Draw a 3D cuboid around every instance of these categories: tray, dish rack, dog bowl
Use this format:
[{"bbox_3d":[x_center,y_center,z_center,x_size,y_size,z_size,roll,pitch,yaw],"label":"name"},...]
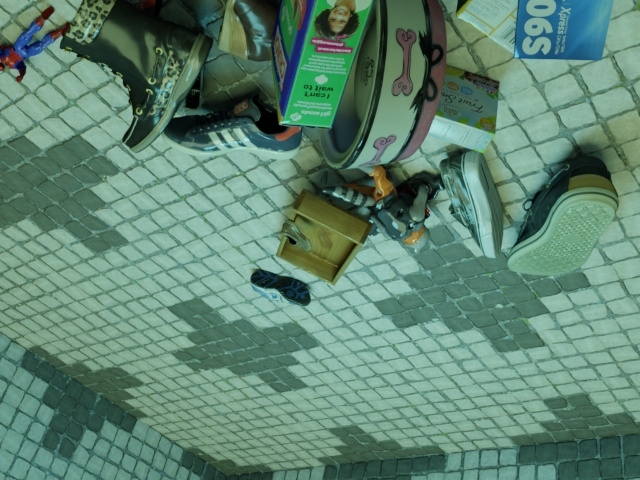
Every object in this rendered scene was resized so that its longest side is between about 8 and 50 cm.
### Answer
[{"bbox_3d":[0.000,0.000,2.078,0.203,0.076,0.411,27,160,0],"label":"tray"},{"bbox_3d":[-0.403,-0.435,1.775,0.271,0.074,0.208,15,142,0],"label":"dish rack"},{"bbox_3d":[0.116,-0.337,1.495,0.150,0.408,0.408,4,145,-16],"label":"dog bowl"}]

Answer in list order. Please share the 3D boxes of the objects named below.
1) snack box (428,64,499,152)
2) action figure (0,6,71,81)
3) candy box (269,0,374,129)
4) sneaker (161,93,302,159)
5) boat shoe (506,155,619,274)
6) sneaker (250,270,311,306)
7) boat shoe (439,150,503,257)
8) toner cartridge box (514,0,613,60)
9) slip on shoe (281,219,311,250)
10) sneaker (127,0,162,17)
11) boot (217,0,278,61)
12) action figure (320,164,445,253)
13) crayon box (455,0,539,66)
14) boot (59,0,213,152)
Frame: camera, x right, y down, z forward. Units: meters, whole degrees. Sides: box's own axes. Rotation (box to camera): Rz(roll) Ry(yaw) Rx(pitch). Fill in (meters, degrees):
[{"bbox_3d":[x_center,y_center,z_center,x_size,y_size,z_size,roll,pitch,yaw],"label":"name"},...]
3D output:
[{"bbox_3d":[0.282,-0.301,1.641,0.207,0.174,0.070,17,143,-3],"label":"snack box"},{"bbox_3d":[-0.737,-0.450,1.818,0.280,0.139,0.091,-18,131,38],"label":"action figure"},{"bbox_3d":[-0.008,-0.424,1.458,0.122,0.268,0.317,3,136,-15],"label":"candy box"},{"bbox_3d":[-0.215,-0.294,1.837,0.350,0.131,0.148,0,142,-10],"label":"sneaker"},{"bbox_3d":[0.606,-0.043,1.890,0.187,0.156,0.500,8,154,0],"label":"boat shoe"},{"bbox_3d":[-0.130,0.163,2.449,0.211,0.080,0.081,23,149,4],"label":"sneaker"},{"bbox_3d":[0.393,-0.094,1.935,0.119,0.121,0.335,0,130,30],"label":"boat shoe"},{"bbox_3d":[0.437,-0.480,1.312,0.165,0.075,0.348,3,141,12],"label":"toner cartridge box"},{"bbox_3d":[-0.067,-0.003,1.986,0.051,0.041,0.135,15,157,28],"label":"slip on shoe"},{"bbox_3d":[-0.403,-0.591,1.564,0.145,0.090,0.270,16,145,-6],"label":"sneaker"},{"bbox_3d":[-0.106,-0.493,1.624,0.207,0.090,0.248,8,141,-13],"label":"boot"},{"bbox_3d":[0.145,-0.074,1.979,0.330,0.178,0.341,36,135,-11],"label":"action figure"},{"bbox_3d":[0.438,-0.503,1.412,0.203,0.083,0.323,28,141,-17],"label":"crayon box"},{"bbox_3d":[-0.441,-0.383,1.677,0.284,0.138,0.377,28,138,-20],"label":"boot"}]
